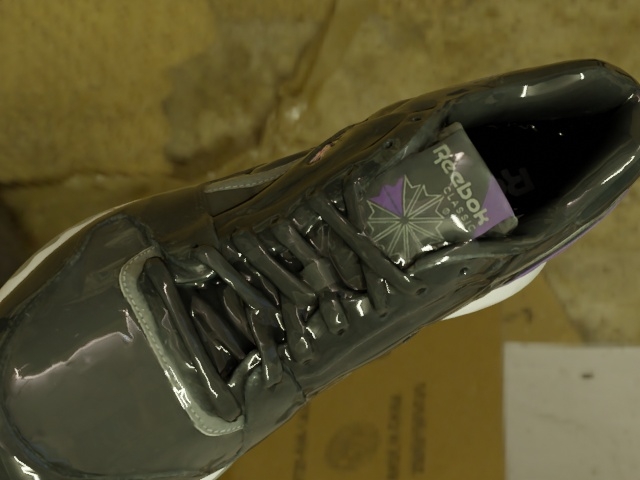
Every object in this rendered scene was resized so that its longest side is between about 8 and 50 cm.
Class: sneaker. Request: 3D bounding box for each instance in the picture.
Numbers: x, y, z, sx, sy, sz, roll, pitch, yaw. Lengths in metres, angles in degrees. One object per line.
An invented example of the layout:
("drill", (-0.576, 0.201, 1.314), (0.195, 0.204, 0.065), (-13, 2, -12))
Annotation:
("sneaker", (0.000, 0.000, 0.569), (0.107, 0.283, 0.124), (59, 149, 4))
